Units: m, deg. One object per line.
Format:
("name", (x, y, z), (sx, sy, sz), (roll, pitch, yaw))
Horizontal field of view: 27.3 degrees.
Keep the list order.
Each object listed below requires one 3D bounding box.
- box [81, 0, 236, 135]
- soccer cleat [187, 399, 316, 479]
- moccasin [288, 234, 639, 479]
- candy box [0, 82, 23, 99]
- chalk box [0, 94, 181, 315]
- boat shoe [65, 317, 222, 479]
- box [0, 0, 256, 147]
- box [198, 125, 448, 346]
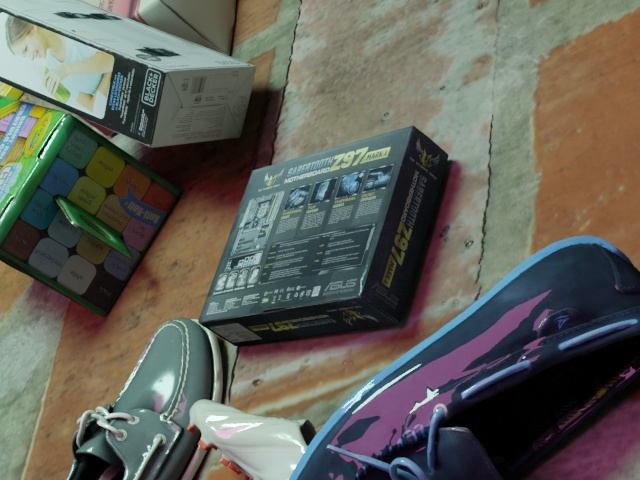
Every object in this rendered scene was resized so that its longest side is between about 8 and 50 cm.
("box", (-0.235, -0.266, 1.704), (0.232, 0.127, 0.148), (-29, 41, 32))
("soccer cleat", (-0.044, 0.179, 1.145), (0.076, 0.068, 0.196), (-52, 41, -8))
("moccasin", (0.101, 0.138, 0.944), (0.342, 0.138, 0.117), (-48, 39, 9))
("candy box", (-0.545, -0.184, 2.087), (0.206, 0.027, 0.105), (-53, 38, 1))
("chalk box", (-0.304, -0.042, 1.543), (0.289, 0.180, 0.179), (18, 75, 53))
("boat shoe", (-0.185, 0.204, 1.252), (0.116, 0.099, 0.319), (-8, 54, 45))
("box", (-0.240, -0.198, 1.508), (0.290, 0.169, 0.087), (24, 111, 27))
("box", (0.000, 0.000, 1.250), (0.233, 0.059, 0.183), (-12, 52, 45))
